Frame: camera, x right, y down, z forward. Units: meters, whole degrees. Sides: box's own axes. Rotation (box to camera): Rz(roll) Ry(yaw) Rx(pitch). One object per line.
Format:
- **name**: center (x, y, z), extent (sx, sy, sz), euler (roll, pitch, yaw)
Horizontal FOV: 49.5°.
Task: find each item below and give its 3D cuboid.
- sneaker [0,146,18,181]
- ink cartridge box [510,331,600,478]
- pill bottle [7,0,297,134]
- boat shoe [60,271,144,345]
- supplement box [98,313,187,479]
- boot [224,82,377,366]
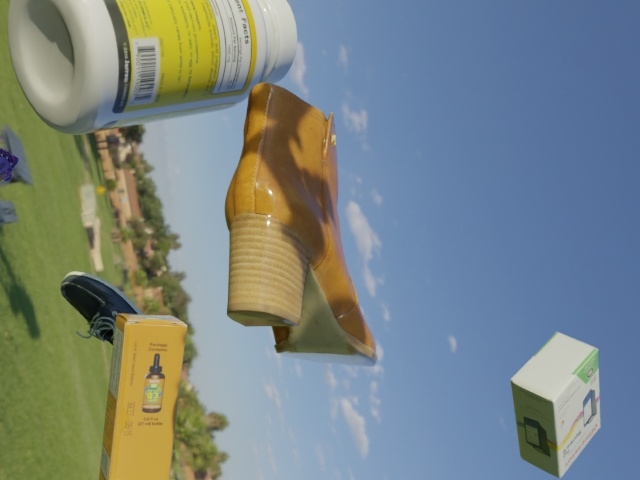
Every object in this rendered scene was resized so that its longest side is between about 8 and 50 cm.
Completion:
- **sneaker**: center (-0.494, -0.130, 1.047), extent (0.170, 0.071, 0.068), euler (150, -64, -66)
- **ink cartridge box**: center (0.439, 0.305, 1.285), extent (0.093, 0.154, 0.213), euler (23, -42, 43)
- **pill bottle**: center (-0.191, -0.248, 0.870), extent (0.187, 0.333, 0.188), euler (16, -65, 37)
- **boat shoe**: center (-0.389, 0.160, 1.306), extent (0.095, 0.254, 0.079), euler (-38, -165, 40)
- **supplement box**: center (-0.225, 0.210, 0.872), extent (0.080, 0.078, 0.234), euler (11, -87, 64)
- **boot**: center (-0.001, 0.000, 0.666), extent (0.295, 0.104, 0.211), euler (48, 45, -62)
